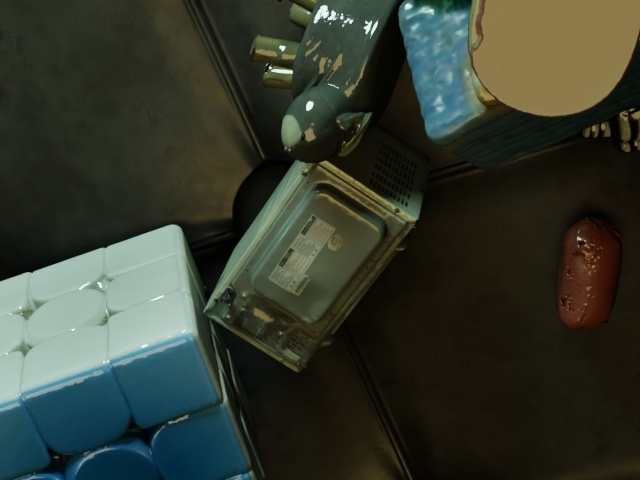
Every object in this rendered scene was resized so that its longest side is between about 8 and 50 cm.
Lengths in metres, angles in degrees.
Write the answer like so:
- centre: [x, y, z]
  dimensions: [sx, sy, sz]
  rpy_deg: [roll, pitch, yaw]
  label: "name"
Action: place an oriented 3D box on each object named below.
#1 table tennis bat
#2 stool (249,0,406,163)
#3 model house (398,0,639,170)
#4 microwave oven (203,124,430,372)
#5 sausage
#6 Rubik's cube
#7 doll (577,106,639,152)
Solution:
- centre: [0.186, -0.206, 0.880]
  dimensions: [0.131, 0.022, 0.235]
  rpy_deg: [13, 110, 6]
  label: "table tennis bat"
- centre: [0.006, -0.188, 1.187]
  dimensions: [0.139, 0.228, 0.153]
  rpy_deg: [18, 127, 12]
  label: "stool"
- centre: [0.207, -0.290, 1.016]
  dimensions: [0.334, 0.343, 0.382]
  rpy_deg: [-24, 111, 24]
  label: "model house"
- centre: [0.000, 0.000, 1.306]
  dimensions: [0.145, 0.194, 0.240]
  rpy_deg: [32, 118, -10]
  label: "microwave oven"
- centre: [0.305, 0.039, 1.328]
  dimensions: [0.076, 0.076, 0.141]
  rpy_deg: [5, 116, 9]
  label: "sausage"
- centre: [-0.243, 0.200, 1.361]
  dimensions: [0.290, 0.291, 0.292]
  rpy_deg: [-20, 118, -2]
  label: "Rubik's cube"
- centre: [0.361, -0.140, 1.202]
  dimensions: [0.219, 0.067, 0.091]
  rpy_deg: [-6, 114, -15]
  label: "doll"
